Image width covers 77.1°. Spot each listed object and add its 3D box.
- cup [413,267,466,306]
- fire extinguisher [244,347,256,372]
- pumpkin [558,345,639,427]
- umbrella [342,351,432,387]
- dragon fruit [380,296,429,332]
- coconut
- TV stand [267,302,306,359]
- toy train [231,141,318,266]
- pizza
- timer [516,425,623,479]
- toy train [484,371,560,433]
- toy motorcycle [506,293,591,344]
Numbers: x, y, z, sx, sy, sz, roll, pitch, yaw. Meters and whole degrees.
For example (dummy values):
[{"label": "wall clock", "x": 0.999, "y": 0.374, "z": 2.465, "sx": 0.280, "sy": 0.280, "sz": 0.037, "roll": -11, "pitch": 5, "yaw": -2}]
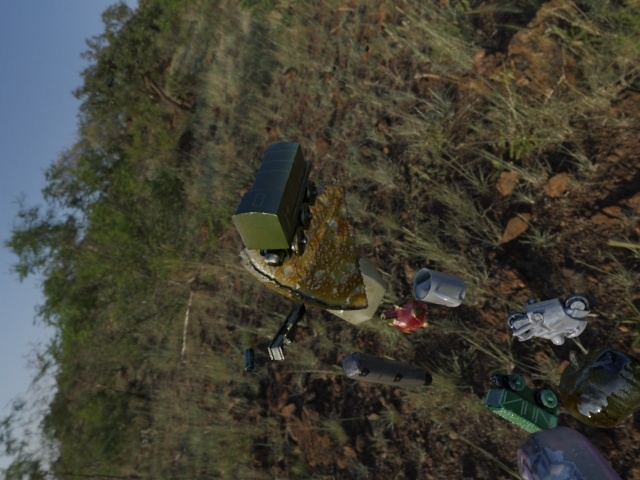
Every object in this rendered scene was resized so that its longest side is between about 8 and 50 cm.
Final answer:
[{"label": "cup", "x": 0.368, "y": 0.159, "z": 1.228, "sx": 0.136, "sy": 0.133, "sz": 0.099, "roll": -96, "pitch": 27, "yaw": -46}, {"label": "fire extinguisher", "x": -0.174, "y": 0.305, "z": 1.001, "sx": 0.025, "sy": 0.038, "sz": 0.083, "roll": -50, "pitch": 20, "yaw": 10}, {"label": "pumpkin", "x": 0.943, "y": 0.509, "z": 1.395, "sx": 0.232, "sy": 0.242, "sz": 0.325, "roll": -39, "pitch": -27, "yaw": -19}, {"label": "umbrella", "x": 0.202, "y": 0.371, "z": 1.130, "sx": 0.073, "sy": 0.337, "sz": 0.067, "roll": -30, "pitch": 49, "yaw": 42}, {"label": "dragon fruit", "x": 0.202, "y": 0.180, "z": 0.967, "sx": 0.086, "sy": 0.115, "sz": 0.081, "roll": 117, "pitch": 151, "yaw": -43}, {"label": "coconut", "x": 0.121, "y": 0.176, "z": 1.540, "sx": 0.248, "sy": 0.244, "sz": 0.245, "roll": -61, "pitch": 23, "yaw": -11}, {"label": "TV stand", "x": -0.082, "y": 0.236, "z": 1.074, "sx": 0.042, "sy": 0.036, "sz": 0.249, "roll": -15, "pitch": 13, "yaw": 16}, {"label": "toy train", "x": -0.066, "y": -0.069, "z": 0.680, "sx": 0.137, "sy": 0.089, "sz": 0.226, "roll": 73, "pitch": -159, "yaw": -46}, {"label": "pizza", "x": 0.000, "y": 0.000, "z": 1.270, "sx": 0.407, "sy": 0.439, "sz": 0.130, "roll": -68, "pitch": 12, "yaw": -9}, {"label": "timer", "x": 0.213, "y": 0.260, "z": 0.289, "sx": 0.068, "sy": 0.191, "sz": 0.208, "roll": -17, "pitch": 13, "yaw": 8}, {"label": "toy train", "x": 0.719, "y": 0.571, "z": 1.418, "sx": 0.155, "sy": 0.269, "sz": 0.115, "roll": -61, "pitch": 2, "yaw": -27}, {"label": "toy motorcycle", "x": 0.787, "y": 0.283, "z": 1.370, "sx": 0.260, "sy": 0.171, "sz": 0.110, "roll": -24, "pitch": 10, "yaw": 23}]
